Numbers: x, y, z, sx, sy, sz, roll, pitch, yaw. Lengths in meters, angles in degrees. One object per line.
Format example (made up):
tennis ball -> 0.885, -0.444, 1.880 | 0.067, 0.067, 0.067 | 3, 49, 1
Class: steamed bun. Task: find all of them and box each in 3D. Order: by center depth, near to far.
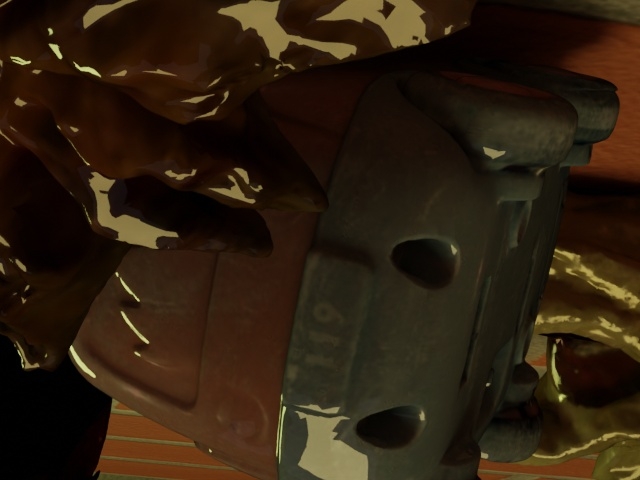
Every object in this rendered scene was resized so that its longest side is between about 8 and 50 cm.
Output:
steamed bun -> 0.265, 0.083, 0.991 | 0.428, 0.189, 0.247 | 6, 171, -11

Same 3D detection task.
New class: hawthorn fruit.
hawthorn fruit -> -0.298, 0.128, 1.096 | 0.316, 0.316, 0.316 | 4, 164, 1

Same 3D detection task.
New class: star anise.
star anise -> -0.113, -0.073, 0.464 | 0.349, 0.292, 0.109 | -2, -158, 35

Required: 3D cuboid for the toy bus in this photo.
toy bus -> 0.000, 0.000, 0.656 | 0.232, 0.197, 0.294 | 14, -165, 16
